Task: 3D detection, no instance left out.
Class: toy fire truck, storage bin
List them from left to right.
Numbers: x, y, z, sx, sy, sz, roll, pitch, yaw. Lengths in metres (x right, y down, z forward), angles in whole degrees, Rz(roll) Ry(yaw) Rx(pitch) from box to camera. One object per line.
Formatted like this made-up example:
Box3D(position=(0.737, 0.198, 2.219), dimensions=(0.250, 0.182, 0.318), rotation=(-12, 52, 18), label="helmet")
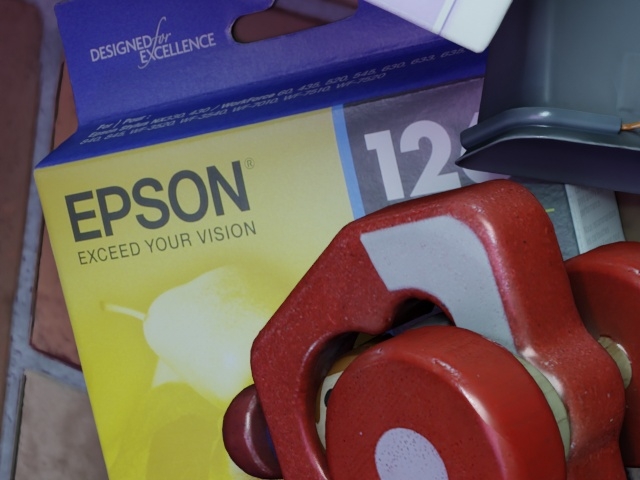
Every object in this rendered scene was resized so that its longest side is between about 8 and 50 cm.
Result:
Box3D(position=(0.057, 0.134, 0.764), dimensions=(0.254, 0.169, 0.302), rotation=(-15, 95, 46), label="toy fire truck")
Box3D(position=(0.134, -0.074, 0.738), dimensions=(0.098, 0.135, 0.091), rotation=(157, 117, -71), label="storage bin")

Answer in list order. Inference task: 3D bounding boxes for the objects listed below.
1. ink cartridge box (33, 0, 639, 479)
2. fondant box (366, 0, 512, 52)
Box3D(position=(0.000, 0.000, 0.874), dimensions=(0.303, 0.072, 0.307), rotation=(-10, 99, 30), label="ink cartridge box")
Box3D(position=(0.022, -0.266, 0.596), dimensions=(0.238, 0.096, 0.330), rotation=(24, 106, -2), label="fondant box")
